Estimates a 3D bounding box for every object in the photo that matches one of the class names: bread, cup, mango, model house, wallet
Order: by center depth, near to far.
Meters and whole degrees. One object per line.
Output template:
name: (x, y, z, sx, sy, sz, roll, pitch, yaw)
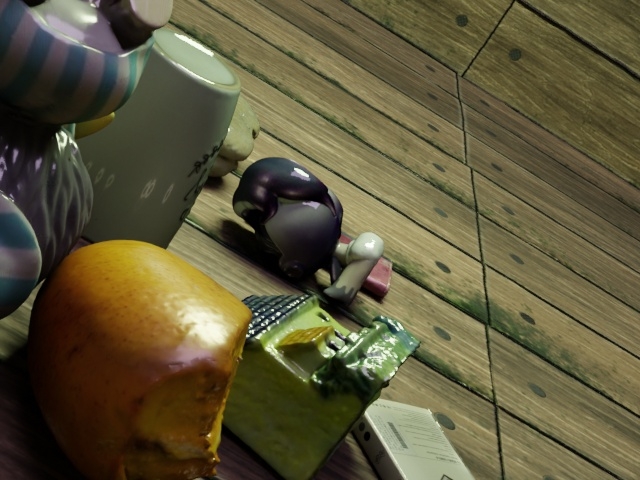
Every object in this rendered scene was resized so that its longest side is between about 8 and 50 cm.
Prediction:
mango: (-0.165, 0.093, 1.182, 0.199, 0.201, 0.350, 60, -1, -30)
model house: (-0.029, 0.116, 1.348, 0.211, 0.170, 0.194, 37, 23, 9)
cup: (-0.207, -0.139, 1.554, 0.186, 0.234, 0.258, 31, 19, -9)
wallet: (0.000, 0.000, 1.839, 0.232, 0.025, 0.119, 30, 22, -8)
bread: (-0.190, -0.211, 1.911, 0.183, 0.102, 0.337, 10, 32, -46)

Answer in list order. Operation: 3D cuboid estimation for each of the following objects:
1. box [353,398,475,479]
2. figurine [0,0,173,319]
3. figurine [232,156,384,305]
box: (0.124, 0.272, 1.420, 0.129, 0.033, 0.247, 18, 26, -37)
figurine: (-0.284, -0.026, 1.080, 0.266, 0.361, 0.377, 19, 52, -35)
figurine: (-0.018, -0.019, 1.709, 0.222, 0.145, 0.145, 35, 21, -3)
